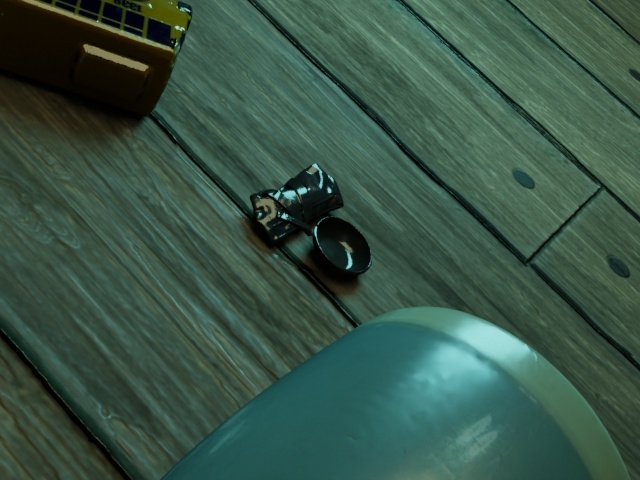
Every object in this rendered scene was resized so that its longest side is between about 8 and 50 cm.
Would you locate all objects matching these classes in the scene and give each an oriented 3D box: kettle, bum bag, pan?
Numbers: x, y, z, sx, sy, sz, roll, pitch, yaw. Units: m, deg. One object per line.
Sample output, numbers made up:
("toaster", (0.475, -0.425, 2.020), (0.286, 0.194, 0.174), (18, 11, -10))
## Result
("kettle", (0.005, 0.249, 0.488), (0.342, 0.247, 0.320), (-29, 96, -39))
("bum bag", (-0.023, -0.039, 0.873), (0.124, 0.034, 0.058), (-33, 90, -48))
("pan", (-0.001, 0.000, 0.851), (0.115, 0.023, 0.068), (25, 42, -27))

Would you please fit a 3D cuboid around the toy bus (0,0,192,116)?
("toy bus", (-0.231, -0.202, 0.834), (0.201, 0.098, 0.114), (17, 44, -21))
